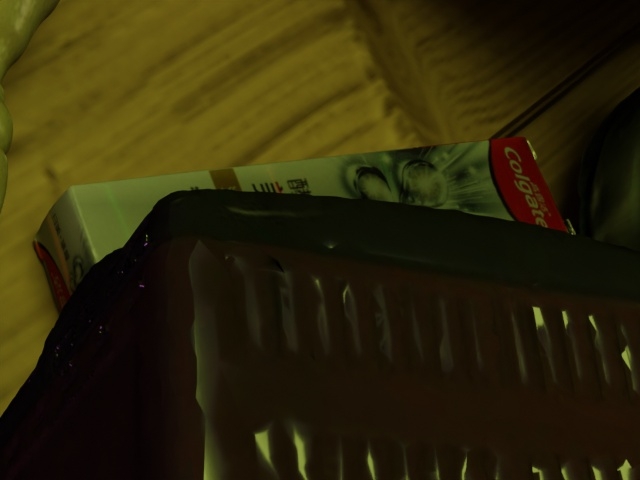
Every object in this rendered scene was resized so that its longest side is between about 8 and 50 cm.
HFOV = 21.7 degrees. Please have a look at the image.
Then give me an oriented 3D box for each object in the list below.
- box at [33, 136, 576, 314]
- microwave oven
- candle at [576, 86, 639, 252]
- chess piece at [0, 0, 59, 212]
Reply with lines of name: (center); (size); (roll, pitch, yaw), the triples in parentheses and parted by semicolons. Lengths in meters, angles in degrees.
box: (0.000, 0.000, 0.643); (0.218, 0.039, 0.055); (-9, 67, -35)
microwave oven: (0.001, 0.114, 0.446); (0.178, 0.247, 0.188); (11, 57, -23)
candle: (0.264, -0.029, 0.633); (0.221, 0.342, 0.221); (12, 63, -24)
chess piece: (-0.127, -0.065, 0.591); (0.066, 0.066, 0.122); (15, 61, -24)
